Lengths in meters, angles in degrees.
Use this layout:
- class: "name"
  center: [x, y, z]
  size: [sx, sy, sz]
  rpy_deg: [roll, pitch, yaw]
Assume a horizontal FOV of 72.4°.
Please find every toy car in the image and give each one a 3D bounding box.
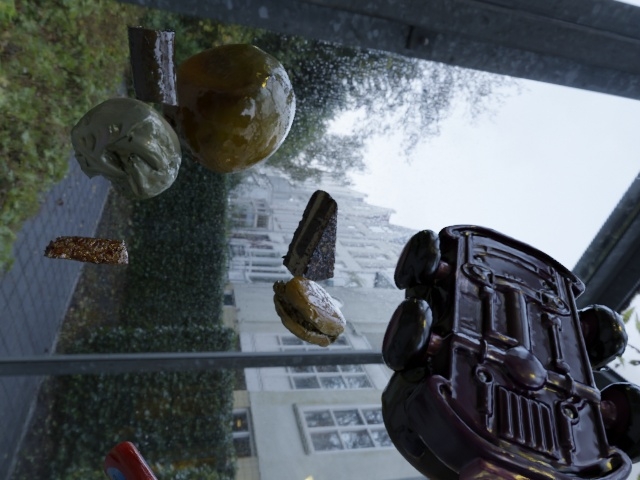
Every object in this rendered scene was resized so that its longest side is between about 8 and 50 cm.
- class: "toy car"
  center: [0.186, 0.154, 0.531]
  size: [0.340, 0.271, 0.240]
  rpy_deg: [-64, 176, -49]

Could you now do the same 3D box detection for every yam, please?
- class: "yam"
  center: [-0.289, -0.302, 0.757]
  size: [0.084, 0.084, 0.127]
  rpy_deg: [-125, -143, -65]

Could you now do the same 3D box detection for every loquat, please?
- class: "loquat"
  center: [-0.201, -0.294, 0.992]
  size: [0.284, 0.276, 0.276]
  rpy_deg: [-45, -173, -16]

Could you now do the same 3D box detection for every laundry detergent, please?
- class: "laundry detergent"
  center: [-0.255, 0.377, 0.636]
  size: [0.165, 0.049, 0.097]
  rpy_deg: [32, -52, 32]

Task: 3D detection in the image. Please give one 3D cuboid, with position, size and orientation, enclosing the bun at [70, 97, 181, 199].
- class: "bun"
  center: [-0.398, -0.172, 0.892]
  size: [0.116, 0.210, 0.237]
  rpy_deg: [-81, -175, -46]

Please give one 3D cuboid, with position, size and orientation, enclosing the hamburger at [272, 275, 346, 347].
- class: "hamburger"
  center: [-0.023, 0.134, 0.848]
  size: [0.083, 0.147, 0.138]
  rpy_deg: [-50, -142, 8]

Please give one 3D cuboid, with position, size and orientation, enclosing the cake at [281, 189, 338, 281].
- class: "cake"
  center: [0.008, -0.009, 1.190]
  size: [0.112, 0.135, 0.246]
  rpy_deg: [39, -70, 43]

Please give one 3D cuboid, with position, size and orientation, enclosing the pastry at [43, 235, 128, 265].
- class: "pastry"
  center: [-0.518, 0.019, 0.975]
  size: [0.087, 0.169, 0.063]
  rpy_deg: [5, -94, 65]
